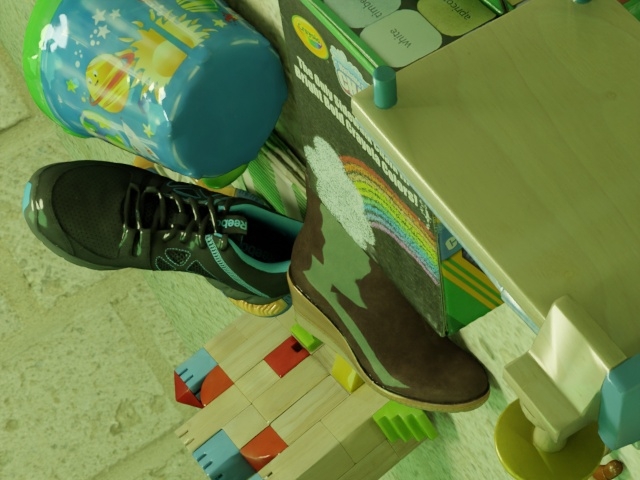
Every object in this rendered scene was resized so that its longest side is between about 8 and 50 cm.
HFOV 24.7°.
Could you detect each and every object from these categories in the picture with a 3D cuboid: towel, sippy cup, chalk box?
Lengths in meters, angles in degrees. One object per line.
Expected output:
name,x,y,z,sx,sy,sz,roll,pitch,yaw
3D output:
towel,0.000,0.000,1.717,0.325,0.038,0.248,43,158,42
sippy cup,-0.164,-0.182,1.575,0.224,0.240,0.305,33,-164,37
chalk box,0.094,-0.114,0.939,0.180,0.179,0.289,50,161,34

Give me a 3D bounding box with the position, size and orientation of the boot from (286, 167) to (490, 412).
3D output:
boot,0.073,0.051,1.478,0.248,0.090,0.207,27,133,22

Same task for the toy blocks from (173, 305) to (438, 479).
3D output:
toy blocks,-0.055,0.221,1.816,0.381,0.261,0.190,43,169,49

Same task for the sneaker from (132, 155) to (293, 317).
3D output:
sneaker,-0.110,-0.014,1.816,0.296,0.112,0.131,51,-179,28

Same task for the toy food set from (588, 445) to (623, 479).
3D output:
toy food set,0.256,0.206,1.333,0.078,0.019,0.122,42,150,46

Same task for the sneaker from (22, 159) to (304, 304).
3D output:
sneaker,-0.150,-0.023,1.588,0.140,0.341,0.125,-25,56,58

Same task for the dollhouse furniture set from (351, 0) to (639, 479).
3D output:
dollhouse furniture set,0.140,-0.041,0.693,0.286,0.303,0.198,50,161,31
